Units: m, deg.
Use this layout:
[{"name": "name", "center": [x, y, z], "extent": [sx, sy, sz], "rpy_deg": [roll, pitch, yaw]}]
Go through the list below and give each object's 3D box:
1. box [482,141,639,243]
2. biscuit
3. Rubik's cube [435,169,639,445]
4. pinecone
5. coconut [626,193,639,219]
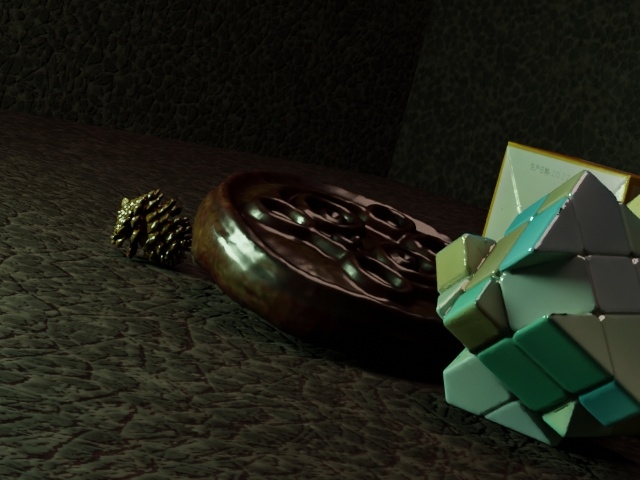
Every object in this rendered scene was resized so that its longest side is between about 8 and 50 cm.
[{"name": "box", "center": [0.478, -0.018, 2.467], "extent": [0.214, 0.259, 0.283], "rpy_deg": [6, 11, -44]}, {"name": "biscuit", "center": [0.047, 0.026, 1.579], "extent": [0.407, 0.091, 0.407], "rpy_deg": [19, 18, -6]}, {"name": "Rubik's cube", "center": [0.241, 0.084, 1.321], "extent": [0.265, 0.224, 0.213], "rpy_deg": [44, -37, -4]}, {"name": "pinecone", "center": [-0.215, -0.014, 1.712], "extent": [0.109, 0.102, 0.102], "rpy_deg": [31, 14, 29]}, {"name": "coconut", "center": [0.406, 0.041, 1.475], "extent": [0.237, 0.237, 0.197], "rpy_deg": [19, -5, 36]}]
